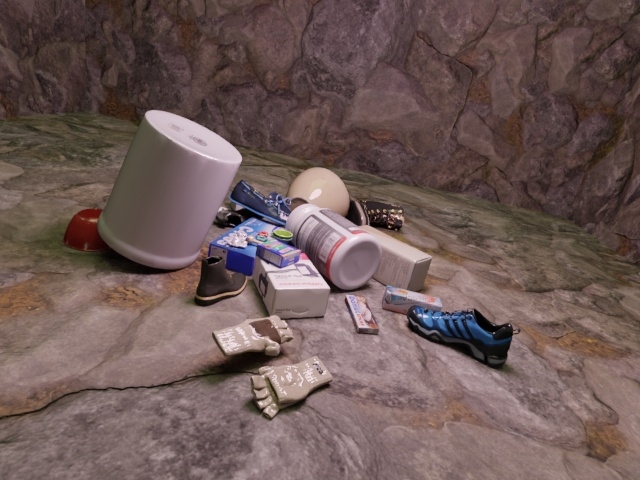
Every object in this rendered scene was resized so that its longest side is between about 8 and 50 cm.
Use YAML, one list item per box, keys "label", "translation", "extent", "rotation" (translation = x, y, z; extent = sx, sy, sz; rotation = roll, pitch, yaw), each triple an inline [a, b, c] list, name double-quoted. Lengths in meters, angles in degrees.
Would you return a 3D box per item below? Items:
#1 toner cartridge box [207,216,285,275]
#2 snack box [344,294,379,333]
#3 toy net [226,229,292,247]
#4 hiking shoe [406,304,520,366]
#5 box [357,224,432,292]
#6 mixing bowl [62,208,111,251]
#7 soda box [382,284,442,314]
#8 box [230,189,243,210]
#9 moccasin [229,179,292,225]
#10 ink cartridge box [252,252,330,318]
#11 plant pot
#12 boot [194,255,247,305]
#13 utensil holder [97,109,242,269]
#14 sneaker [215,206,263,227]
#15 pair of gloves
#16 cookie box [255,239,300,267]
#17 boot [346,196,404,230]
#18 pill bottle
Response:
- label: "toner cartridge box"
  translation: [-0.251, 0.011, 1.524]
  extent: [0.165, 0.075, 0.348]
  rotation: [18, 22, 9]
- label: "snack box"
  translation: [0.124, 0.222, 1.267]
  extent: [0.064, 0.022, 0.178]
  rotation: [6, 22, -12]
- label: "toy net"
  translation: [-0.218, -0.018, 1.449]
  extent: [0.232, 0.045, 0.122]
  rotation: [-1, 27, -34]
- label: "hiking shoe"
  translation: [0.408, 0.241, 1.221]
  extent: [0.304, 0.132, 0.113]
  rotation: [21, 23, 21]
- label: "box"
  translation: [0.241, 0.067, 1.557]
  extent: [0.311, 0.147, 0.121]
  rotation: [31, 27, 36]
- label: "mixing bowl"
  translation: [-0.742, -0.045, 1.369]
  extent: [0.182, 0.098, 0.181]
  rotation: [11, 21, -5]
- label: "soda box"
  translation: [0.296, 0.204, 1.349]
  extent: [0.183, 0.062, 0.058]
  rotation: [13, 21, 3]
- label: "box"
  translation: [-0.353, -0.178, 1.928]
  extent: [0.101, 0.087, 0.102]
  rotation: [1, 23, -26]
- label: "moccasin"
  translation: [-0.207, -0.148, 1.681]
  extent: [0.342, 0.116, 0.138]
  rotation: [25, 0, 5]
- label: "ink cartridge box"
  translation: [-0.095, 0.130, 1.271]
  extent: [0.172, 0.100, 0.237]
  rotation: [2, 23, -24]
- label: "plant pot"
  translation: [-0.041, -0.155, 1.806]
  extent: [0.284, 0.284, 0.191]
  rotation: [20, 31, 20]
- label: "boot"
  translation: [-0.276, 0.096, 1.212]
  extent: [0.077, 0.137, 0.198]
  rotation: [20, 22, 19]
- label: "utensil holder"
  translation: [-0.462, -0.158, 1.303]
  extent: [0.328, 0.385, 0.327]
  rotation: [29, 19, -11]
- label: "sneaker"
  translation: [-0.327, -0.092, 1.752]
  extent: [0.234, 0.078, 0.106]
  rotation: [-5, 33, -34]
- label: "pair of gloves"
  translation: [-0.112, 0.270, 0.948]
  extent: [0.240, 0.042, 0.204]
  rotation: [43, 31, 26]
- label: "cookie box"
  translation: [-0.131, 0.039, 1.290]
  extent: [0.107, 0.040, 0.092]
  rotation: [23, 22, 28]
- label: "boot"
  translation: [0.277, -0.116, 2.061]
  extent: [0.284, 0.138, 0.377]
  rotation: [9, 16, -9]
- label: "pill bottle"
  translation: [0.033, 0.006, 1.504]
  extent: [0.210, 0.210, 0.363]
  rotation: [-3, 26, -34]
